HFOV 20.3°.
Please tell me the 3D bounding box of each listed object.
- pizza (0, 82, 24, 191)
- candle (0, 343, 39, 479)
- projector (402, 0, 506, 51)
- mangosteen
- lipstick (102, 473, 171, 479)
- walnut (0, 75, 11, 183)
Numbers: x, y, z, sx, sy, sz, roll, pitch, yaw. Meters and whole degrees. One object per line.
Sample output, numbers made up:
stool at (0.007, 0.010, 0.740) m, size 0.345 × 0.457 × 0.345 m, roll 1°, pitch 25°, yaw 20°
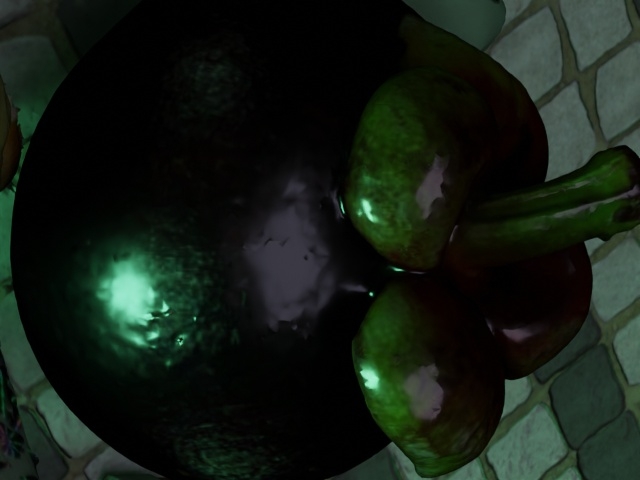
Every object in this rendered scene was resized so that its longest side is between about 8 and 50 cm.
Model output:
pizza at (-0.272, -0.116, 1.217) m, size 0.052 × 0.185 × 0.195 m, roll -32°, pitch 85°, yaw -25°
candle at (-0.286, 0.134, 1.193) m, size 0.187 × 0.330 × 0.187 m, roll -16°, pitch 151°, yaw -9°
projector at (0.022, -0.277, 1.381) m, size 0.108 × 0.108 × 0.337 m, roll -46°, pitch 123°, yaw -15°
mangosteen at (0.000, 0.000, 1.245) m, size 0.382 × 0.435 × 0.382 m, roll -48°, pitch 147°, yaw -45°
lipstick at (-0.092, 0.225, 1.472) m, size 0.186 × 0.057 × 0.063 m, roll 4°, pitch 100°, yaw -37°
walnut at (-0.355, -0.072, 1.023) m, size 0.383 × 0.383 × 0.384 m, roll -10°, pitch 108°, yaw -31°
